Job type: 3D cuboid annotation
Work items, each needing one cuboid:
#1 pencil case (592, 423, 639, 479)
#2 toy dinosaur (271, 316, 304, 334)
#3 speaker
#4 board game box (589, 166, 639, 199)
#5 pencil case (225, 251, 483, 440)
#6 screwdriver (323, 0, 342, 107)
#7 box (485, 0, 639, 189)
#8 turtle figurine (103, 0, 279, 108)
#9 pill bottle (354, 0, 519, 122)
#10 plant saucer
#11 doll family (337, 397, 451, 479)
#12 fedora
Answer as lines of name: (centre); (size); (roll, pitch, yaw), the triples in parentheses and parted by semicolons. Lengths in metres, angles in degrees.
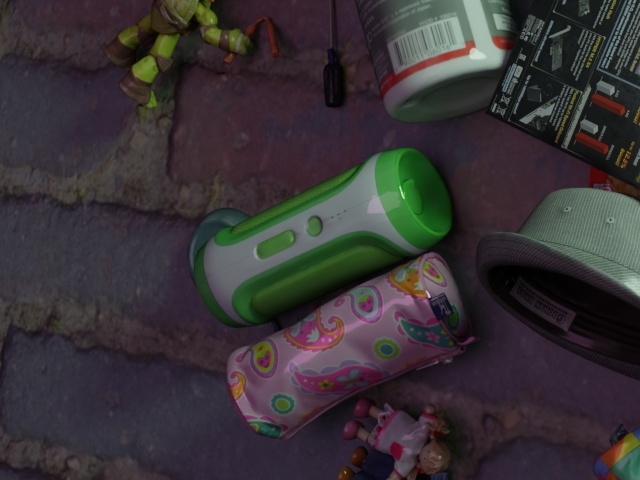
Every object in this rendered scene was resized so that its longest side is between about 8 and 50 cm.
pencil case: (0.365, 0.278, 1.536); (0.104, 0.104, 0.236); (-46, 64, 24)
toy dinosaur: (-0.053, 0.129, 1.878); (0.090, 0.047, 0.082); (-62, 39, 28)
speaker: (0.000, 0.000, 1.790); (0.296, 0.131, 0.131); (-25, 73, 31)
board game box: (0.369, -0.102, 1.583); (0.193, 0.045, 0.147); (1, 88, 36)
pencil case: (0.035, 0.121, 1.744); (0.284, 0.124, 0.124); (-27, 72, 20)
screwdriver: (0.010, -0.240, 1.863); (0.025, 0.024, 0.170); (-7, 81, 6)
box: (0.327, -0.215, 1.540); (0.242, 0.076, 0.307); (30, 106, 34)
turtle figurine: (-0.174, -0.270, 1.955); (0.217, 0.087, 0.269); (-48, 63, 24)
pill bottle: (0.113, -0.285, 1.706); (0.161, 0.161, 0.283); (-23, 74, 32)
plant saucer: (-0.124, 0.018, 1.945); (0.119, 0.021, 0.119); (-2, 87, 35)
doll family: (0.080, 0.309, 1.745); (0.163, 0.118, 0.263); (25, 84, 40)
fedora: (0.292, 0.035, 1.554); (0.275, 0.244, 0.124); (17, 68, 44)
